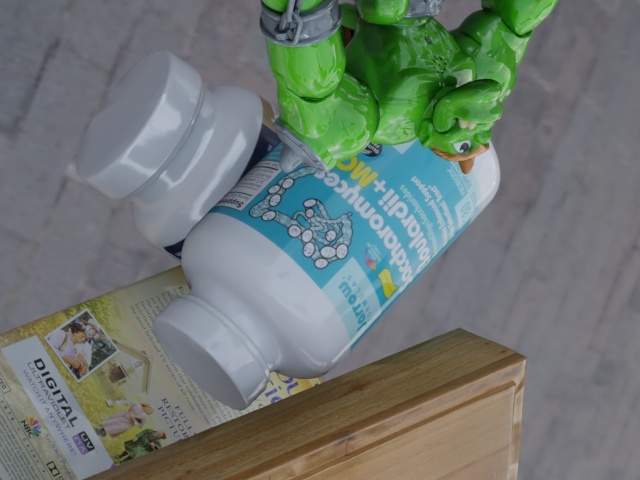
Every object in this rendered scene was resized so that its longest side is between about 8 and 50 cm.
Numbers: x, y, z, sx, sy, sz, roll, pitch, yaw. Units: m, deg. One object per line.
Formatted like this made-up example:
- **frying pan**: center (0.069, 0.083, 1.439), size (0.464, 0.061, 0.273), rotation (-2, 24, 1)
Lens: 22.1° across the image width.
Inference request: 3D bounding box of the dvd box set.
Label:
- **dvd box set**: center (-0.121, 0.183, 1.346), size (0.062, 0.307, 0.420), rotation (-35, 174, 31)

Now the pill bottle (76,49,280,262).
- **pill bottle**: center (-0.062, -0.035, 1.363), size (0.265, 0.153, 0.153), rotation (34, 78, -28)

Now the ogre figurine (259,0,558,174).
- **ogre figurine**: center (0.044, -0.096, 0.705), size (0.197, 0.097, 0.118), rotation (-44, 151, -51)

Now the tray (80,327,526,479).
- **tray**: center (-0.021, 0.215, 1.097), size (0.411, 0.076, 0.202), rotation (-18, 119, -42)

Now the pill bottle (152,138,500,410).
- **pill bottle**: center (0.000, 0.000, 1.200), size (0.264, 0.146, 0.146), rotation (-46, 144, -20)
